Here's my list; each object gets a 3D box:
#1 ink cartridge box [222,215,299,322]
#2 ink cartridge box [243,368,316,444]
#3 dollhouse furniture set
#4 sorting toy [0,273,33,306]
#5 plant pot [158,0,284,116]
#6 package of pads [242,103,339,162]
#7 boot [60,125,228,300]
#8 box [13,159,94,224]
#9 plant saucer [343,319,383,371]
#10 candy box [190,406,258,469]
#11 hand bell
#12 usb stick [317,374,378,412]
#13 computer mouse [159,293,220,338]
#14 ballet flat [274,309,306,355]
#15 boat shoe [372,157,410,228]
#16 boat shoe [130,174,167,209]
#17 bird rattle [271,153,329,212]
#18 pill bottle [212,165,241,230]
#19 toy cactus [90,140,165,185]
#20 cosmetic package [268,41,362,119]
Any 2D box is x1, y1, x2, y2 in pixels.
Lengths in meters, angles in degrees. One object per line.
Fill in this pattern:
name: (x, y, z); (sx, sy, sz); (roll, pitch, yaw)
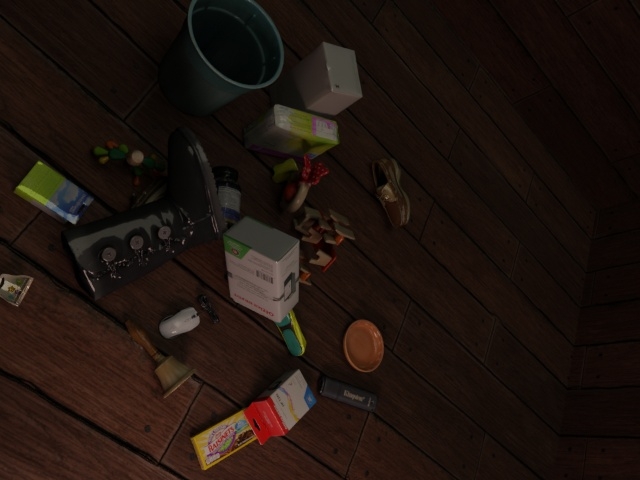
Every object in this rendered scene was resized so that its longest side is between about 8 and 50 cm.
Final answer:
ink cartridge box: (-0.184, 0.095, 1.813); (0.211, 0.289, 0.121); (25, 48, 21)
ink cartridge box: (-0.130, 0.543, 1.871); (0.231, 0.078, 0.134); (-35, 99, -48)
dollhouse furniture set: (0.000, 0.000, 2.068); (0.135, 0.262, 0.259); (23, 31, -34)
sorting toy: (-0.808, 0.124, 1.492); (0.075, 0.045, 0.083); (29, 60, -21)
plant pot: (-0.356, -0.591, 1.894); (0.341, 0.334, 0.341); (14, 68, -37)
package of pads: (-0.103, -0.387, 2.105); (0.297, 0.229, 0.101); (8, 71, -37)
boot: (-0.515, -0.085, 1.621); (0.445, 0.146, 0.367); (-25, 111, -25)
box: (-0.751, -0.129, 1.615); (0.178, 0.042, 0.109); (38, 56, -24)
plant saucer: (0.160, 0.405, 2.196); (0.200, 0.037, 0.200); (13, 68, -35)
candy box: (-0.294, 0.609, 1.766); (0.206, 0.027, 0.105); (-20, 86, -42)
hand bell: (-0.487, 0.328, 1.668); (0.242, 0.126, 0.126); (49, 50, 0)
usb stick: (0.102, 0.563, 2.092); (0.278, 0.045, 0.077); (27, 60, -31)
computer mouse: (-0.408, 0.246, 1.777); (0.193, 0.042, 0.106); (-28, 95, -41)
ballet flat: (-0.110, 0.292, 1.997); (0.231, 0.077, 0.077); (67, 27, -5)
boat shoe: (0.288, -0.205, 2.453); (0.120, 0.122, 0.324); (1, 67, -34)
boat shoe: (-0.546, -0.103, 1.762); (0.095, 0.095, 0.257); (31, 59, 14)
bird rattle: (-0.073, -0.197, 2.075); (0.143, 0.253, 0.207); (19, 88, -33)
pill bottle: (-0.328, -0.131, 1.910); (0.123, 0.123, 0.219); (15, 66, -35)
toy cactus: (-0.572, -0.239, 1.718); (0.219, 0.180, 0.112); (25, 81, -26)
cosmetic package: (-0.028, -0.551, 2.128); (0.155, 0.365, 0.197); (1, 76, -39)
